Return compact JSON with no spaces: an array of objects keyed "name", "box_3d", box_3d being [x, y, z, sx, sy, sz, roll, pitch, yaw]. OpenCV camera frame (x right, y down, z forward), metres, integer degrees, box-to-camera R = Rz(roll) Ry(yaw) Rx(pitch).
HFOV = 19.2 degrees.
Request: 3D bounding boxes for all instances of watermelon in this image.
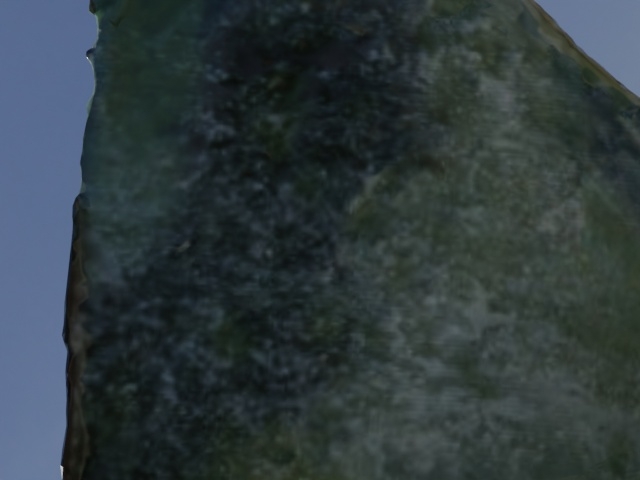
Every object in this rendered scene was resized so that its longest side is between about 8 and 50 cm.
[{"name":"watermelon","box_3d":[0.000,0.000,0.478,0.256,0.139,0.193,-177,96,-83]}]
